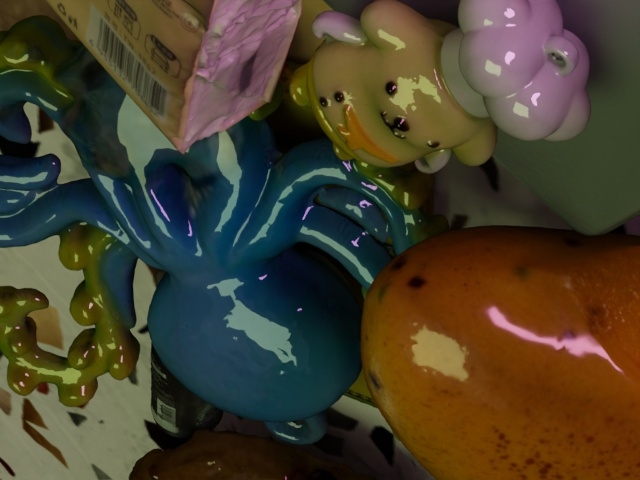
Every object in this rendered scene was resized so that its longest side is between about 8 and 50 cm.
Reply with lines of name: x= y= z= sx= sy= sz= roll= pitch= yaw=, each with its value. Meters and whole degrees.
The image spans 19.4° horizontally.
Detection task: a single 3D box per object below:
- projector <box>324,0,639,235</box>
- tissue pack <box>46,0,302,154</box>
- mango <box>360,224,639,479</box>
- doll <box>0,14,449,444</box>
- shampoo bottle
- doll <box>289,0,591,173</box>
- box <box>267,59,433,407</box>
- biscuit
projector: x=0.116 y=-0.142 z=0.919 sx=0.256 sy=0.099 sz=0.192 roll=42 pitch=145 yaw=-10
tissue pack: x=-0.095 y=-0.178 z=0.921 sx=0.222 sy=0.090 sz=0.186 roll=50 pitch=148 yaw=19
mango: x=0.140 y=0.083 z=1.047 sx=0.290 sy=0.160 sz=0.191 roll=25 pitch=142 yaw=-25
doll: x=-0.072 y=-0.005 z=1.174 sx=0.346 sy=0.099 sz=0.341 roll=-4 pitch=119 yaw=26
shampoo bottle: x=-0.096 y=0.070 z=1.362 sx=0.057 sy=0.063 sz=0.208 roll=24 pitch=144 yaw=12
doll: x=0.058 y=-0.076 z=0.902 sx=0.162 sy=0.062 sz=0.106 roll=-11 pitch=130 yaw=44
box: x=0.000 y=-0.001 z=1.222 sx=0.153 sy=0.041 sz=0.279 roll=19 pitch=142 yaw=20
biscuit: x=-0.028 y=0.246 z=1.467 sx=0.295 sy=0.075 sz=0.296 roll=16 pitch=151 yaw=9
